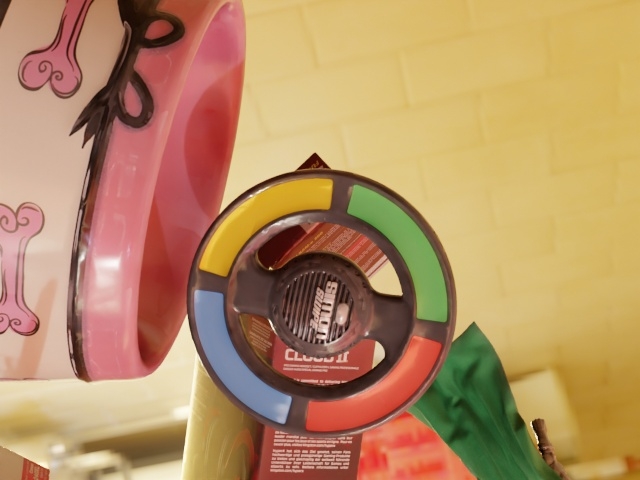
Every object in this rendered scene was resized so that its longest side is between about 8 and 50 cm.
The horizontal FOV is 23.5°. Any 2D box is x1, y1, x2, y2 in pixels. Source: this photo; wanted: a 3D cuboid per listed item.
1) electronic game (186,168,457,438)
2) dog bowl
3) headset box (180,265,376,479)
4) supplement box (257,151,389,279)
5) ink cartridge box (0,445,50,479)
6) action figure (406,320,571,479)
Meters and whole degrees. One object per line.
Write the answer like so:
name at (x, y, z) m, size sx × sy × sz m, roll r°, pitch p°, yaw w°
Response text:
electronic game at (0.000, 0.054, 1.293) m, size 0.048 × 0.229 × 0.229 m, roll -39°, pitch 118°, yaw -80°
dog bowl at (-0.174, -0.064, 1.286) m, size 0.408 × 0.150 × 0.408 m, roll 14°, pitch 90°, yaw -85°
headset box at (-0.048, 0.176, 1.533) m, size 0.218 × 0.110 × 0.293 m, roll -156°, pitch -108°, yaw -65°
supplement box at (0.000, 0.000, 1.762) m, size 0.073 × 0.130 × 0.239 m, roll 47°, pitch 0°, yaw 21°
ink cartridge box at (-0.374, 0.258, 1.600) m, size 0.150 × 0.109 × 0.063 m, roll 32°, pitch 24°, yaw -21°
action figure at (0.187, 0.210, 1.523) m, size 0.232 × 0.063 × 0.137 m, roll 54°, pitch -50°, yaw 23°
